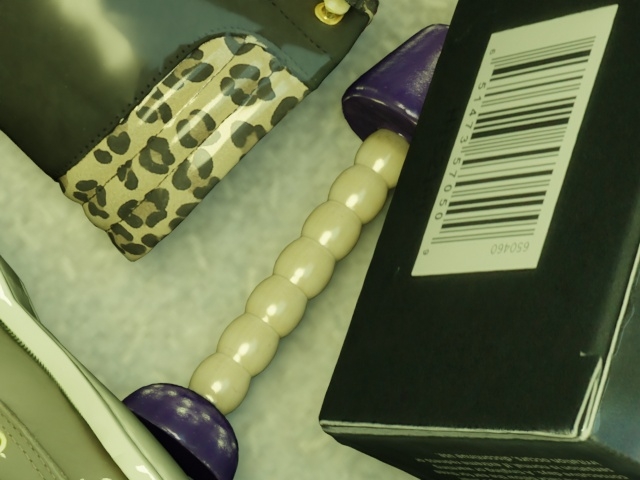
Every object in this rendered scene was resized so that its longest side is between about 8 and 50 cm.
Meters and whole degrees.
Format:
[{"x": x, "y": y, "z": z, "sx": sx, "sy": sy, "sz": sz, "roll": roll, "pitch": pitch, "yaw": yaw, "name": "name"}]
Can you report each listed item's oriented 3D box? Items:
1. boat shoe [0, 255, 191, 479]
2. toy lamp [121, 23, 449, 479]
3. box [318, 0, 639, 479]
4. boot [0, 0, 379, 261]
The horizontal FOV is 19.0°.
[{"x": -0.139, "y": 0.090, "z": 0.891, "sx": 0.091, "sy": 0.109, "sz": 0.305, "roll": -41, "pitch": 73, "yaw": -6, "name": "boat shoe"}, {"x": 0.000, "y": 0.000, "z": 1.005, "sx": 0.080, "sy": 0.080, "sz": 0.275, "roll": 42, "pitch": 71, "yaw": -10, "name": "toy lamp"}, {"x": 0.246, "y": 0.033, "z": 0.979, "sx": 0.395, "sy": 0.212, "sz": 0.293, "roll": 27, "pitch": 73, "yaw": -29, "name": "box"}, {"x": -0.084, "y": -0.203, "z": 0.964, "sx": 0.284, "sy": 0.138, "sz": 0.377, "roll": 43, "pitch": 76, "yaw": -9, "name": "boot"}]
